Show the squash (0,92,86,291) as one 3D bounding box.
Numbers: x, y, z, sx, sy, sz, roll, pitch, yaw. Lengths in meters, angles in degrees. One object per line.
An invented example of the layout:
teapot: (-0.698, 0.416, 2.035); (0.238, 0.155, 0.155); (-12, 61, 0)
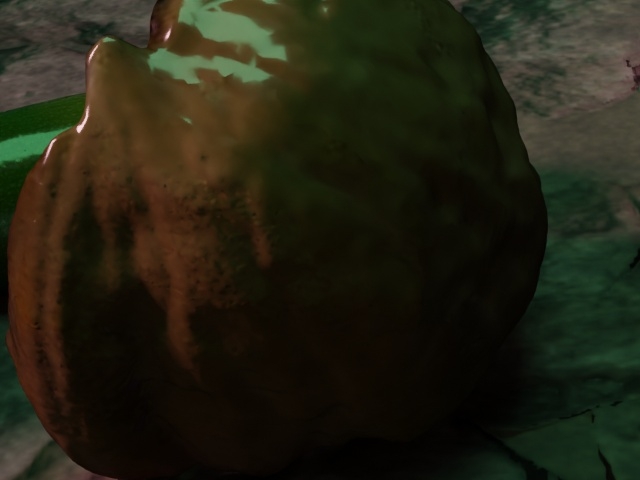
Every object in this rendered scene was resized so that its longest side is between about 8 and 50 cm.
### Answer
squash: (-0.077, -0.030, 0.894); (0.292, 0.082, 0.082); (-11, 28, -8)

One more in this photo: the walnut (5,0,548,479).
walnut: (0.004, -0.011, 0.731); (0.141, 0.204, 0.238); (28, 41, 26)
